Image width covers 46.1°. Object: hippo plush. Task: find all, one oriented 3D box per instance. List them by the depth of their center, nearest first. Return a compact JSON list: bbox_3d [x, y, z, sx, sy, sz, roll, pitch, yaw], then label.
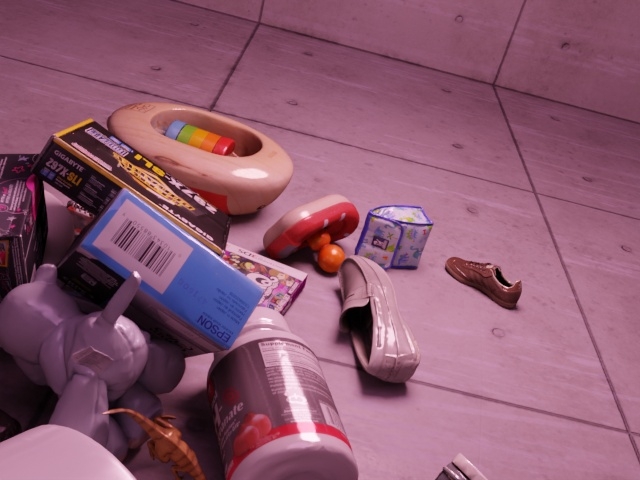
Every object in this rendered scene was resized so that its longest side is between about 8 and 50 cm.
[{"bbox_3d":[-0.355,0.171,1.026,0.236,0.294,0.234,20,63,20],"label":"hippo plush"}]

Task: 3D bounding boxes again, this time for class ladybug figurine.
[{"bbox_3d":[-0.285,-0.182,1.722,0.449,0.162,0.305,22,31,9],"label":"ladybug figurine"}]

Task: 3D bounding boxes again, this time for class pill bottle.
[{"bbox_3d":[-0.071,0.244,1.102,0.176,0.176,0.318,3,32,-20],"label":"pill bottle"}]

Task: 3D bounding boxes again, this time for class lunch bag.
[{"bbox_3d":[0.159,-0.008,1.677,0.151,0.129,0.096,4,32,-21],"label":"lunch bag"}]

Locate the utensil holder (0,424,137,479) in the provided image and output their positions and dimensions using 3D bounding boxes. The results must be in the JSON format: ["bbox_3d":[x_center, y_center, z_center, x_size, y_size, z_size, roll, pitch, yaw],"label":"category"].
[{"bbox_3d":[-0.341,0.376,0.625,0.327,0.328,0.385,32,31,26],"label":"utensil holder"}]

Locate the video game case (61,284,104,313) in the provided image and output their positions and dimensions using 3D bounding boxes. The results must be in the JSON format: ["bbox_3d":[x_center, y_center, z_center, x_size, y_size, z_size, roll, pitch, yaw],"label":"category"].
[{"bbox_3d":[-0.391,0.075,1.384,0.201,0.023,0.183,19,30,5],"label":"video game case"}]

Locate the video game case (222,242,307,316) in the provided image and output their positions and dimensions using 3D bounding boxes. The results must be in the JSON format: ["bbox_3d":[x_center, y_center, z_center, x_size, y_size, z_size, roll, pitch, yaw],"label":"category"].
[{"bbox_3d":[-0.160,0.093,1.444,0.210,0.042,0.232,21,31,11],"label":"video game case"}]

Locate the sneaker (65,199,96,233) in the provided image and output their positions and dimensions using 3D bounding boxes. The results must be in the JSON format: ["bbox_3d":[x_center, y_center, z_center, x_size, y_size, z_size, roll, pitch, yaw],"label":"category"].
[{"bbox_3d":[-0.467,-0.050,1.469,0.158,0.065,0.061,-2,30,16],"label":"sneaker"}]

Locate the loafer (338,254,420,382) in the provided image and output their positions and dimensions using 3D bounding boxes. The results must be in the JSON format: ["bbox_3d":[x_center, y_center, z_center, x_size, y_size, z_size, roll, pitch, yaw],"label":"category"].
[{"bbox_3d":[0.087,0.135,1.424,0.111,0.112,0.319,11,30,-26],"label":"loafer"}]

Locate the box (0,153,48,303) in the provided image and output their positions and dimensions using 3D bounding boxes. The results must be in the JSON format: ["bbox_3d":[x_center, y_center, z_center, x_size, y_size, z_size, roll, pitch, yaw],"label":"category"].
[{"bbox_3d":[-0.511,-0.009,1.159,0.142,0.163,0.247,0,34,-12],"label":"box"}]

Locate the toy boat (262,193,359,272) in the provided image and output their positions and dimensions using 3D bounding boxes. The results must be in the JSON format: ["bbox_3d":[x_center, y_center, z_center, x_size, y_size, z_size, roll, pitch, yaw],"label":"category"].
[{"bbox_3d":[0.000,0.000,1.611,0.231,0.151,0.151,-24,79,-47],"label":"toy boat"}]

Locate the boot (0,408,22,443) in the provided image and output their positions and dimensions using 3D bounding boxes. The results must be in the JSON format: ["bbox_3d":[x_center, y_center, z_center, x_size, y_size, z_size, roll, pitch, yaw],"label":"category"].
[{"bbox_3d":[-0.512,0.154,0.990,0.263,0.229,0.091,21,30,9],"label":"boot"}]

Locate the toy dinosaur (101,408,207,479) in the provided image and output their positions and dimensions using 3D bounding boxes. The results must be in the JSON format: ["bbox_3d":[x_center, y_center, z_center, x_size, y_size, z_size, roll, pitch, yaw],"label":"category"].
[{"bbox_3d":[-0.212,0.269,1.020,0.064,0.211,0.112,-47,19,-18],"label":"toy dinosaur"}]

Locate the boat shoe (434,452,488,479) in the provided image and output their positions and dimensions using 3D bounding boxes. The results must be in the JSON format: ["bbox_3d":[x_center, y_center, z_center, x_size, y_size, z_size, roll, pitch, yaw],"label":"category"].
[{"bbox_3d":[0.268,0.447,1.040,0.099,0.116,0.319,-40,58,-4],"label":"boat shoe"}]

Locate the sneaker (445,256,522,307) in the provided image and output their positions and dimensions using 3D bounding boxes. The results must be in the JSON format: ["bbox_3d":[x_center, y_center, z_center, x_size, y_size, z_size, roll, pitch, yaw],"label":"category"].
[{"bbox_3d":[0.372,0.074,1.696,0.188,0.071,0.066,33,34,26],"label":"sneaker"}]

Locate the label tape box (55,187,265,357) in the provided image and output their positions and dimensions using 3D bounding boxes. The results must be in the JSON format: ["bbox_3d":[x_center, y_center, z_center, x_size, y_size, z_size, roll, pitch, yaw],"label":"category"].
[{"bbox_3d":[-0.272,0.074,1.162,0.249,0.347,0.115,38,62,-16],"label":"label tape box"}]

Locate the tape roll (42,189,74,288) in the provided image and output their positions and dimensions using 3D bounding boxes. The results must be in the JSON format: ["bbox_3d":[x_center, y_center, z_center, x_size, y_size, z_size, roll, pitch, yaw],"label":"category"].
[{"bbox_3d":[-0.628,0.008,1.310,0.392,0.072,0.392,9,33,-6],"label":"tape roll"}]

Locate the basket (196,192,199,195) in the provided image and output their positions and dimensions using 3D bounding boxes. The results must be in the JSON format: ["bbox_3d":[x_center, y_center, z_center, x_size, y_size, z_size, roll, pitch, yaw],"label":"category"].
[{"bbox_3d":[-0.327,-0.033,1.514,0.113,0.103,0.167,18,31,3],"label":"basket"}]

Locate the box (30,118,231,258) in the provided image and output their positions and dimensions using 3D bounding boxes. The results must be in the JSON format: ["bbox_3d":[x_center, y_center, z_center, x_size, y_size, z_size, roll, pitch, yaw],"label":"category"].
[{"bbox_3d":[-0.307,-0.075,1.295,0.322,0.079,0.257,36,8,-11],"label":"box"}]
